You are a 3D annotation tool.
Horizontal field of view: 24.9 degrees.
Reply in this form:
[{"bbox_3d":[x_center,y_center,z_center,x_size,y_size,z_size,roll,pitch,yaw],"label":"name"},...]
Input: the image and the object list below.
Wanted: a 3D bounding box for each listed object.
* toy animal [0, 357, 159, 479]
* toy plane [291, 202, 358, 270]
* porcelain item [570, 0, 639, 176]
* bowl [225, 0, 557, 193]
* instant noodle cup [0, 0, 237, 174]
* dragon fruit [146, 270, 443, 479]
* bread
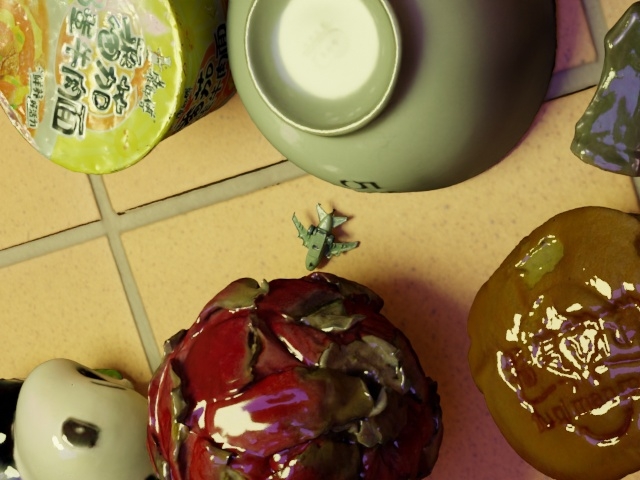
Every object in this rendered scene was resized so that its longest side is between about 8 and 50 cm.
[{"bbox_3d":[-0.312,0.245,1.767,0.266,0.212,0.213,-18,93,27],"label":"toy animal"},{"bbox_3d":[-0.001,0.001,1.621,0.080,0.033,0.083,24,114,6],"label":"toy plane"},{"bbox_3d":[0.305,-0.174,1.386,0.081,0.069,0.216,19,111,13],"label":"porcelain item"},{"bbox_3d":[0.042,-0.204,1.457,0.353,0.185,0.354,8,106,27],"label":"bowl"},{"bbox_3d":[-0.204,-0.218,1.581,0.264,0.200,0.264,8,107,27],"label":"instant noodle cup"},{"bbox_3d":[-0.035,0.194,1.533,0.329,0.329,0.329,8,106,27],"label":"dragon fruit"},{"bbox_3d":[0.277,0.101,1.405,0.269,0.148,0.270,2,93,40],"label":"bread"}]
